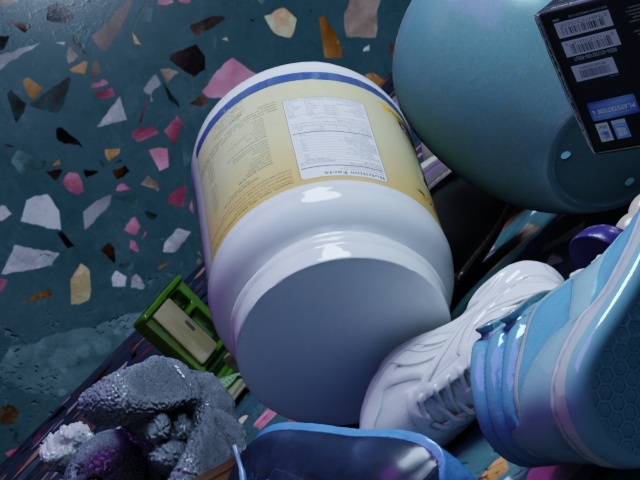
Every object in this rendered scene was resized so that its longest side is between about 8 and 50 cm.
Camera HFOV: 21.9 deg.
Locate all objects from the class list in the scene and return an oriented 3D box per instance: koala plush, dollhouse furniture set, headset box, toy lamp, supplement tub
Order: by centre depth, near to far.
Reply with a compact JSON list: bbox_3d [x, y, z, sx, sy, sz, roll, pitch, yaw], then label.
[{"bbox_3d":[0.355,-0.204,1.319,0.246,0.131,0.283,-10,22,41],"label":"headset box"},{"bbox_3d":[0.311,-0.072,1.411,0.274,0.080,0.080,-49,10,-25],"label":"toy lamp"},{"bbox_3d":[0.000,0.000,1.564,0.228,0.228,0.316,-41,32,20],"label":"supplement tub"},{"bbox_3d":[-0.216,0.258,1.939,0.221,0.196,0.203,-41,-2,24],"label":"koala plush"},{"bbox_3d":[-0.189,0.171,2.255,0.197,0.151,0.301,-34,14,49],"label":"dollhouse furniture set"}]

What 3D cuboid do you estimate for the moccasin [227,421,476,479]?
[{"bbox_3d":[-0.007,0.218,1.325,0.117,0.138,0.342,-53,11,-24],"label":"moccasin"}]

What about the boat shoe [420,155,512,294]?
[{"bbox_3d":[0.086,0.053,1.746,0.355,0.132,0.130,-51,17,15],"label":"boat shoe"}]

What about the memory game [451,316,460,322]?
[{"bbox_3d":[0.066,0.121,1.595,0.186,0.012,0.186,-19,21,8],"label":"memory game"}]

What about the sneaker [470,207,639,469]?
[{"bbox_3d":[0.217,0.035,1.193,0.319,0.127,0.208,-48,11,-28],"label":"sneaker"}]

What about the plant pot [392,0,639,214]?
[{"bbox_3d":[0.235,-0.137,1.542,0.290,0.290,0.195,-42,39,14],"label":"plant pot"}]

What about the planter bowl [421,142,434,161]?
[{"bbox_3d":[0.209,-0.114,1.862,0.162,0.162,0.109,-47,37,-15],"label":"planter bowl"}]

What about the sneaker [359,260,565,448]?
[{"bbox_3d":[0.124,0.110,1.386,0.232,0.090,0.115,-45,13,0],"label":"sneaker"}]

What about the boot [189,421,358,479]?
[{"bbox_3d":[-0.100,0.278,1.627,0.269,0.089,0.236,-34,1,44],"label":"boot"}]
